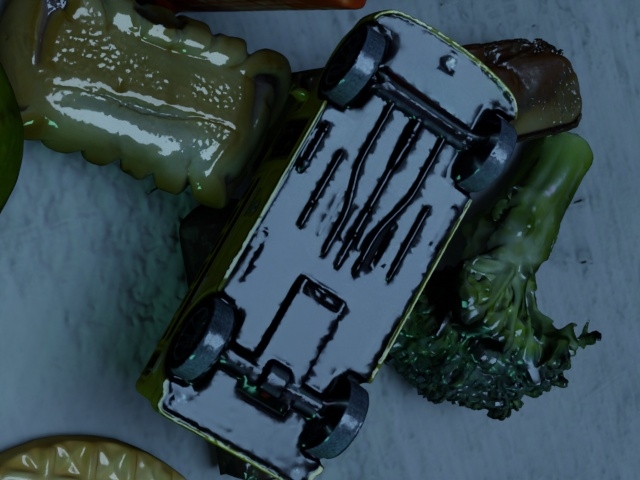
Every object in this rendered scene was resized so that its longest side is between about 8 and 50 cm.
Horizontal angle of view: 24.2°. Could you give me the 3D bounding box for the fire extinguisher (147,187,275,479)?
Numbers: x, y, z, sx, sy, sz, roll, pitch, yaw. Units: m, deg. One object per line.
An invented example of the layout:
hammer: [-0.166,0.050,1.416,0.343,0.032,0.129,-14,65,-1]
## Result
fire extinguisher: [-0.076,0.056,1.180,0.089,0.072,0.267,-9,98,3]

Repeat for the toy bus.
toy bus: [0.000,0.000,1.086,0.145,0.151,0.331,32,81,-18]

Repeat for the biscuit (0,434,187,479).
biscuit: [-0.203,0.252,1.106,0.309,0.040,0.204,-23,104,-33]

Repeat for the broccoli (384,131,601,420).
broccoli: [0.168,0.014,1.330,0.165,0.145,0.304,42,57,-18]

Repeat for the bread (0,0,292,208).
bread: [-0.135,-0.109,1.107,0.225,0.081,0.134,21,74,-22]

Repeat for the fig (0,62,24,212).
fig: [-0.337,-0.098,0.926,0.314,0.233,0.233,39,67,0]

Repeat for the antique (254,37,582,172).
antique: [0.087,-0.115,1.279,0.310,0.087,0.093,-14,98,-34]

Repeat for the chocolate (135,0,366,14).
chocolate: [-0.045,-0.280,1.095,0.108,0.235,0.237,25,76,-45]
